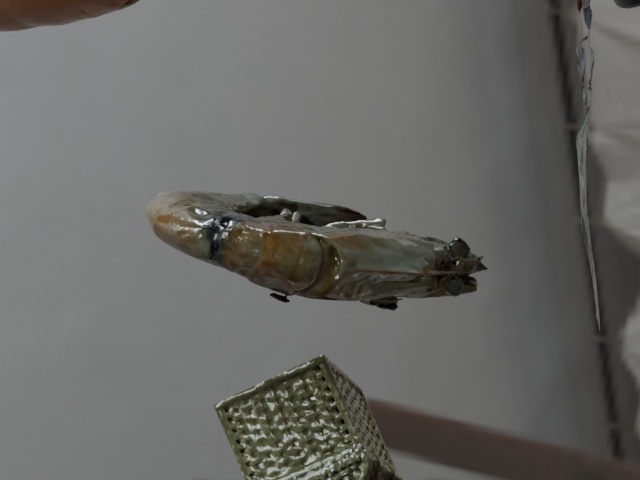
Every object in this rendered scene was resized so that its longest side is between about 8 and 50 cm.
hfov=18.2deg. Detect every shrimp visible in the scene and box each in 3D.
[{"bbox_3d":[0.000,0.000,1.941,0.360,0.247,0.085,8,-75,-24],"label":"shrimp"}]

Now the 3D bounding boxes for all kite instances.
[{"bbox_3d":[0.176,-0.066,1.315,0.141,0.015,0.245,78,-167,-57],"label":"kite"}]

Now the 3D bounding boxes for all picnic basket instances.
[{"bbox_3d":[-0.004,0.229,2.093,0.196,0.134,0.154,49,-162,-71],"label":"picnic basket"}]

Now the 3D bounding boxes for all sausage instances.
[{"bbox_3d":[-0.227,-0.234,1.714,0.098,0.238,0.098,4,-96,-45],"label":"sausage"}]

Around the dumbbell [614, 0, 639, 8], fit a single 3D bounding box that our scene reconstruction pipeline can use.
[{"bbox_3d":[0.382,-0.218,2.088,0.100,0.100,0.191,-45,-70,-40],"label":"dumbbell"}]
